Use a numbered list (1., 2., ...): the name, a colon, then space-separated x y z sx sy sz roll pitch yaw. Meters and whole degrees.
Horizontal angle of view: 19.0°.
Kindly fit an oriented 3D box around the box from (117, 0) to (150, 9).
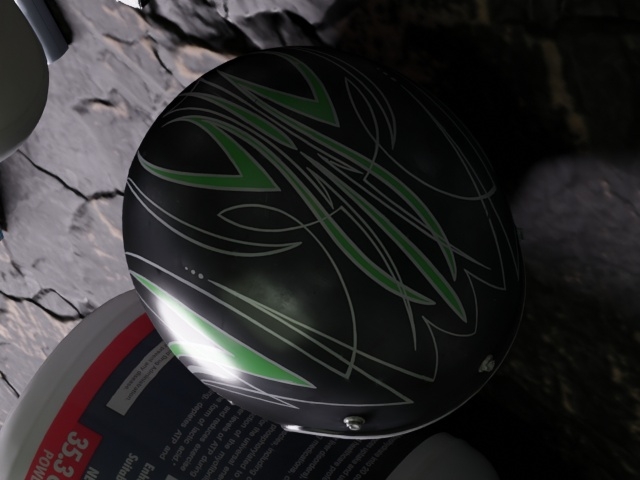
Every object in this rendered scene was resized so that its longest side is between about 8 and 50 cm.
1. box: -0.109 -0.149 0.862 0.067 0.018 0.083 22 145 26

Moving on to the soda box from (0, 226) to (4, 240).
1. soda box: -0.282 -0.036 1.155 0.183 0.058 0.063 26 147 23

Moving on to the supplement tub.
1. supplement tub: -0.025 0.160 1.007 0.272 0.191 0.191 27 147 20

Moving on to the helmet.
1. helmet: 0.000 0.000 0.803 0.169 0.169 0.161 46 165 -11

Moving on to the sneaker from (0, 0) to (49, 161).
1. sneaker: -0.203 -0.136 0.632 0.290 0.106 0.123 41 150 -7

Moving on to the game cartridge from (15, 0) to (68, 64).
1. game cartridge: -0.168 -0.113 0.977 0.083 0.017 0.056 10 142 40
